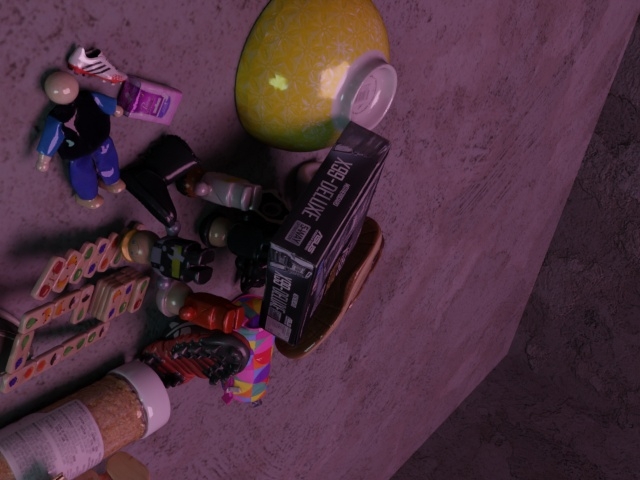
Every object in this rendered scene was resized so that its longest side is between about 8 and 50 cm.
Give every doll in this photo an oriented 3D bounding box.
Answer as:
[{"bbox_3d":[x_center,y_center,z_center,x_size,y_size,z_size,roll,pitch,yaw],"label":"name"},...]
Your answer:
[{"bbox_3d":[-0.290,-0.120,0.917,0.129,0.046,0.189,-41,150,-29],"label":"doll"}]

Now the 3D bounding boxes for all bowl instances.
[{"bbox_3d":[0.023,-0.249,1.175,0.289,0.156,0.290,-39,148,-30],"label":"bowl"}]

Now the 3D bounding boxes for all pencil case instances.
[{"bbox_3d":[-0.141,0.217,1.481,0.104,0.104,0.236,-31,142,-41],"label":"pencil case"}]

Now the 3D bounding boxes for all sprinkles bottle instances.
[{"bbox_3d":[-0.394,0.303,1.127,0.355,0.121,0.121,-26,140,-45],"label":"sprinkles bottle"}]

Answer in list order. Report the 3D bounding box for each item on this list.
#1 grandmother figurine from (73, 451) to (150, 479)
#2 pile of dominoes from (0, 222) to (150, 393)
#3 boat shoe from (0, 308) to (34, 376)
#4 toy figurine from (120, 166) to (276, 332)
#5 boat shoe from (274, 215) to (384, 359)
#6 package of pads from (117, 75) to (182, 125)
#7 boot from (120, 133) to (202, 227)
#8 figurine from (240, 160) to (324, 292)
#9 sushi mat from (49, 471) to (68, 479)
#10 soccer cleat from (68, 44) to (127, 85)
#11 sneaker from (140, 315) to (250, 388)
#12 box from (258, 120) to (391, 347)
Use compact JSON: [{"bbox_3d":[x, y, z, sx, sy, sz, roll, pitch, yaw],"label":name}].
[{"bbox_3d":[-0.387,0.481,1.287,0.207,0.104,0.342,-12,147,-30],"label":"grandmother figurine"},{"bbox_3d":[-0.314,0.088,1.033,0.196,0.040,0.251,-67,169,18],"label":"pile of dominoes"},{"bbox_3d":[-0.448,0.131,0.881,0.109,0.091,0.305,-58,153,3],"label":"boat shoe"},{"bbox_3d":[-0.171,0.008,1.123,0.213,0.148,0.210,-60,151,-25],"label":"toy figurine"},{"bbox_3d":[0.032,0.112,1.630,0.342,0.123,0.123,-59,153,-9],"label":"boat shoe"},{"bbox_3d":[-0.220,-0.180,0.983,0.083,0.032,0.050,2,115,-59],"label":"package of pads"},{"bbox_3d":[-0.204,-0.084,1.026,0.099,0.121,0.045,-39,151,-18],"label":"boot"},{"bbox_3d":[-0.059,-0.018,1.386,0.215,0.092,0.210,-34,153,-39],"label":"figurine"},{"bbox_3d":[-0.477,0.429,1.008,0.316,0.019,0.151,-33,162,-30],"label":"sushi mat"},{"bbox_3d":[-0.258,-0.207,0.896,0.083,0.029,0.036,3,121,-54],"label":"soccer cleat"},{"bbox_3d":[-0.187,0.161,1.228,0.098,0.276,0.135,48,56,-18],"label":"sneaker"},{"bbox_3d":[0.000,0.000,1.184,0.242,0.076,0.307,-58,172,-29],"label":"box"}]
